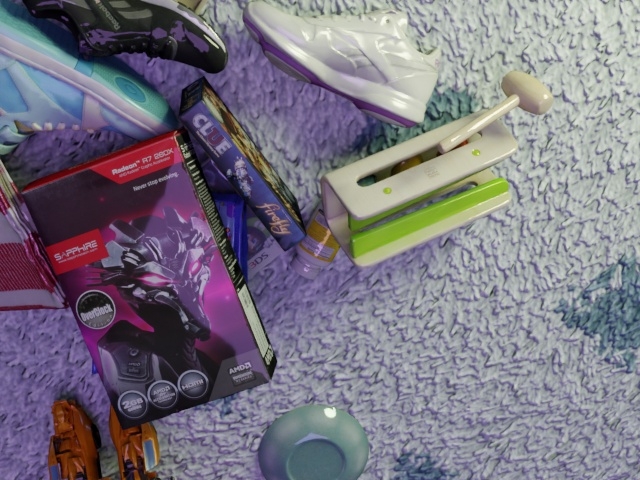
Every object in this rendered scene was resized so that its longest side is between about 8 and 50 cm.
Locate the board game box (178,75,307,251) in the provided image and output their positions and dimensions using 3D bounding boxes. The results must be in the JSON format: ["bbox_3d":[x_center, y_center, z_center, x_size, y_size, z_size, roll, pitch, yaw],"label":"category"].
[{"bbox_3d":[-0.112,-0.114,1.378,0.042,0.165,0.243,-35,112,7],"label":"board game box"}]

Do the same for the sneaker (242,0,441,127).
[{"bbox_3d":[0.034,-0.283,1.375,0.305,0.114,0.152,24,93,-19],"label":"sneaker"}]

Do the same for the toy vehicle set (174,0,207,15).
[{"bbox_3d":[-0.172,-0.448,1.286,0.166,0.035,0.267,31,114,-17],"label":"toy vehicle set"}]

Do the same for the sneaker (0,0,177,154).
[{"bbox_3d":[-0.378,-0.180,1.350,0.319,0.127,0.208,30,112,-18],"label":"sneaker"}]

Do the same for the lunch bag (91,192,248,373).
[{"bbox_3d":[-0.224,0.049,1.434,0.221,0.138,0.293,3,108,2],"label":"lunch bag"}]

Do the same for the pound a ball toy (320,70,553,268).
[{"bbox_3d":[0.160,-0.121,1.382,0.319,0.135,0.208,-24,143,-14],"label":"pound a ball toy"}]

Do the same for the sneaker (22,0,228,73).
[{"bbox_3d":[-0.268,-0.285,1.307,0.283,0.107,0.124,30,75,-9],"label":"sneaker"}]

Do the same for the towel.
[{"bbox_3d":[-0.499,-0.034,1.361,0.237,0.037,0.328,-5,120,38],"label":"towel"}]

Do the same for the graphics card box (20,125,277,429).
[{"bbox_3d":[-0.232,0.055,1.333,0.233,0.094,0.370,-19,101,6],"label":"graphics card box"}]

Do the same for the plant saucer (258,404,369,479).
[{"bbox_3d":[-0.009,0.376,1.650,0.195,0.037,0.194,-3,111,-7],"label":"plant saucer"}]

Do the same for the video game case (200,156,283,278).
[{"bbox_3d":[-0.165,-0.013,1.478,0.173,0.022,0.190,-38,110,14],"label":"video game case"}]

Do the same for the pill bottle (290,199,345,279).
[{"bbox_3d":[0.000,0.000,1.489,0.065,0.065,0.116,27,106,-16],"label":"pill bottle"}]

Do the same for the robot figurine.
[{"bbox_3d":[-0.333,0.383,1.503,0.211,0.290,0.085,-15,156,-1],"label":"robot figurine"}]
